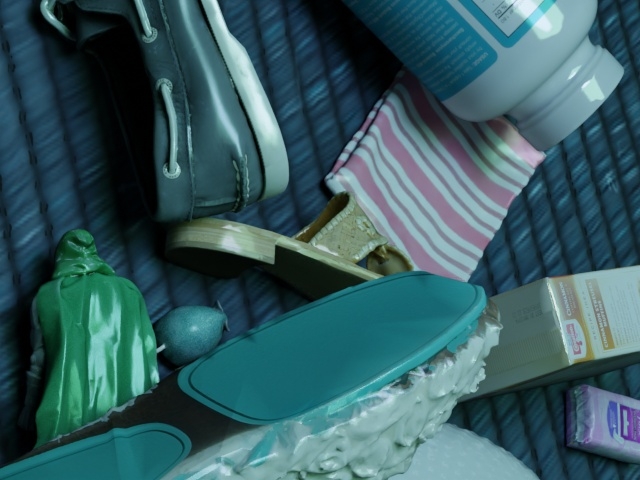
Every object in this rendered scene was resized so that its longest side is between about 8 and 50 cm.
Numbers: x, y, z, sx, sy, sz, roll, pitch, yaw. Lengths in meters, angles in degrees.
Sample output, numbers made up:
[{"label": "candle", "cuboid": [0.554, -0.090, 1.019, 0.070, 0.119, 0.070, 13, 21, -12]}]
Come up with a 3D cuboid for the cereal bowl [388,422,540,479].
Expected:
[{"label": "cereal bowl", "cuboid": [0.084, 0.275, 1.257, 0.339, 0.141, 0.339, 17, 63, -37]}]

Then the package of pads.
[{"label": "package of pads", "cuboid": [0.233, 0.149, 1.505, 0.083, 0.032, 0.050, 18, 66, -35]}]

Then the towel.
[{"label": "towel", "cuboid": [0.092, -0.055, 1.459, 0.144, 0.029, 0.197, 48, 50, -16]}]

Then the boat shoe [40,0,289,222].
[{"label": "boat shoe", "cuboid": [-0.131, -0.158, 1.247, 0.099, 0.116, 0.319, -24, 83, -19]}]

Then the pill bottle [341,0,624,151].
[{"label": "pill bottle", "cuboid": [0.107, -0.191, 1.417, 0.264, 0.146, 0.146, 45, 50, -7]}]

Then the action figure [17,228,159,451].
[{"label": "action figure", "cuboid": [-0.142, 0.106, 1.173, 0.137, 0.063, 0.232, 4, 76, -38]}]

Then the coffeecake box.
[{"label": "coffeecake box", "cuboid": [0.189, 0.069, 1.420, 0.185, 0.142, 0.068, -6, 78, -42]}]

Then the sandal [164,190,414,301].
[{"label": "sandal", "cuboid": [0.004, -0.001, 1.323, 0.240, 0.088, 0.079, 17, 70, -31]}]

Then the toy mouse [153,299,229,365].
[{"label": "toy mouse", "cuboid": [-0.075, 0.092, 1.250, 0.143, 0.031, 0.161, 27, 52, -28]}]

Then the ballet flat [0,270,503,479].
[{"label": "ballet flat", "cuboid": [-0.068, 0.147, 1.113, 0.409, 0.147, 0.147, -24, 91, -25]}]
